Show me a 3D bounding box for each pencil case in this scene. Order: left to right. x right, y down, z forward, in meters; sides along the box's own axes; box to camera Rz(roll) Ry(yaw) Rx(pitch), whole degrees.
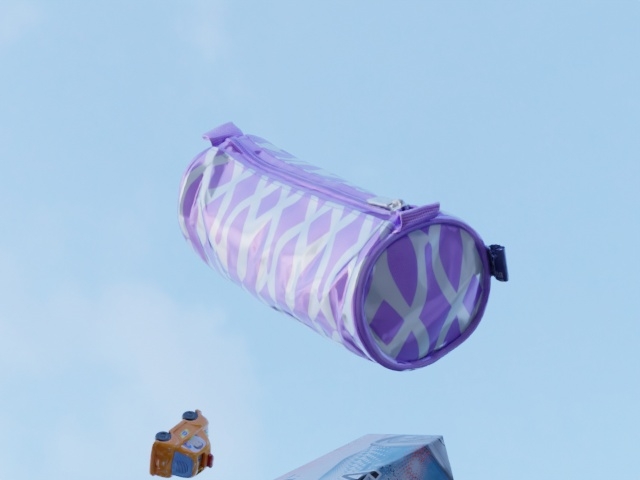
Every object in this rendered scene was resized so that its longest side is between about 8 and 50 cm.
[{"bbox_3d":[0.000,0.000,0.721,0.086,0.206,0.088,-30,-61,-25],"label":"pencil case"}]

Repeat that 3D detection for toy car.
[{"bbox_3d":[-0.108,0.189,1.013,0.040,0.060,0.122,26,-71,24],"label":"toy car"}]

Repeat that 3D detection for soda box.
[{"bbox_3d":[-0.014,0.152,0.667,0.063,0.183,0.058,-8,-81,50],"label":"soda box"}]
